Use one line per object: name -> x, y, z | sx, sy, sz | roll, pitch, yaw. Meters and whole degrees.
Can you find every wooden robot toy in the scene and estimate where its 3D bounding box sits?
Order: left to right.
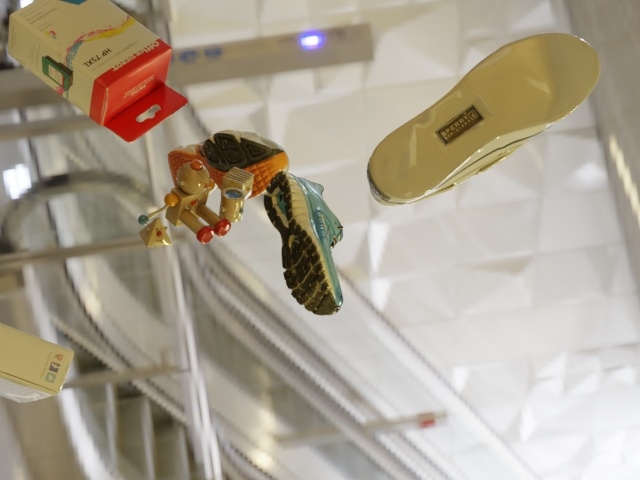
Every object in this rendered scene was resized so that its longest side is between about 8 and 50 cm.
wooden robot toy -> -0.127, -0.052, 1.522 | 0.076, 0.173, 0.079 | 33, -51, 29

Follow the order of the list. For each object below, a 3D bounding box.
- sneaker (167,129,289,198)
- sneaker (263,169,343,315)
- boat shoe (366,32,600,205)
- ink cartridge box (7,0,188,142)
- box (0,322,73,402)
sneaker -> -0.107, -0.119, 1.939 | 0.262, 0.121, 0.099 | 2, -67, 55
sneaker -> 0.000, 0.000, 1.417 | 0.063, 0.073, 0.162 | -43, -126, 45
boat shoe -> 0.164, -0.117, 1.423 | 0.096, 0.267, 0.088 | 52, -9, 6
ink cartridge box -> -0.301, -0.249, 1.915 | 0.231, 0.134, 0.078 | 37, -39, 15
box -> -0.451, 0.099, 1.537 | 0.232, 0.322, 0.058 | -23, -135, 67
